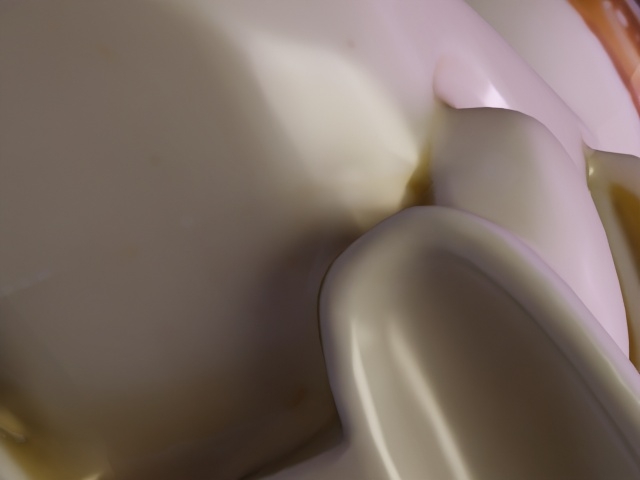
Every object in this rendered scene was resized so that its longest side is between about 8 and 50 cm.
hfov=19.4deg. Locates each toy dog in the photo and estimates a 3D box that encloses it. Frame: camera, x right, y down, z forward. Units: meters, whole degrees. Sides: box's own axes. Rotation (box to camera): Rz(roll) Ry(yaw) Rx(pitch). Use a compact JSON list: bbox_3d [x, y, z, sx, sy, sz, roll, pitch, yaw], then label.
[{"bbox_3d":[0.000,0.000,0.737,0.395,0.284,0.408,59,23,1],"label":"toy dog"}]
